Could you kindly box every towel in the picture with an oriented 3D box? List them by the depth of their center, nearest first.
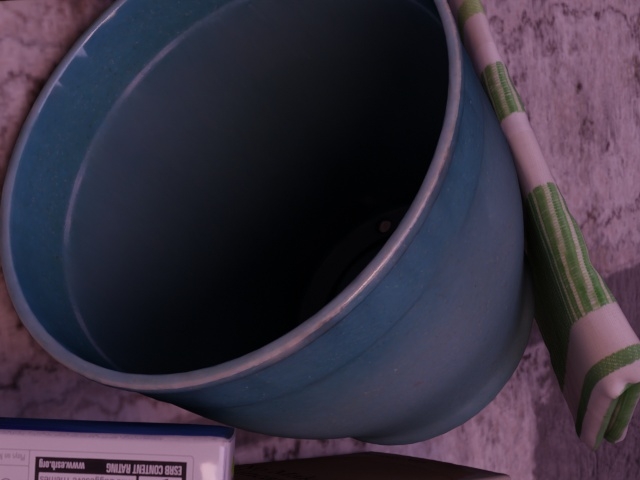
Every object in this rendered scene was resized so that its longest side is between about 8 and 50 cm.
[{"bbox_3d":[0.144,-0.031,0.773,0.248,0.038,0.325,59,13,-69],"label":"towel"}]

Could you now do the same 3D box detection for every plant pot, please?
[{"bbox_3d":[0.000,0.000,0.672,0.255,0.271,0.272,44,61,-51],"label":"plant pot"}]

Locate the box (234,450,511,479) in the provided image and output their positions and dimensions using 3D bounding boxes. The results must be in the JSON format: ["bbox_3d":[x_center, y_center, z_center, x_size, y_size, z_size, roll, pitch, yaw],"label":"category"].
[{"bbox_3d":[-0.030,0.209,0.704,0.311,0.148,0.121,4,86,-44],"label":"box"}]

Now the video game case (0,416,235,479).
[{"bbox_3d":[-0.177,0.204,0.518,0.269,0.061,0.244,2,86,0],"label":"video game case"}]
